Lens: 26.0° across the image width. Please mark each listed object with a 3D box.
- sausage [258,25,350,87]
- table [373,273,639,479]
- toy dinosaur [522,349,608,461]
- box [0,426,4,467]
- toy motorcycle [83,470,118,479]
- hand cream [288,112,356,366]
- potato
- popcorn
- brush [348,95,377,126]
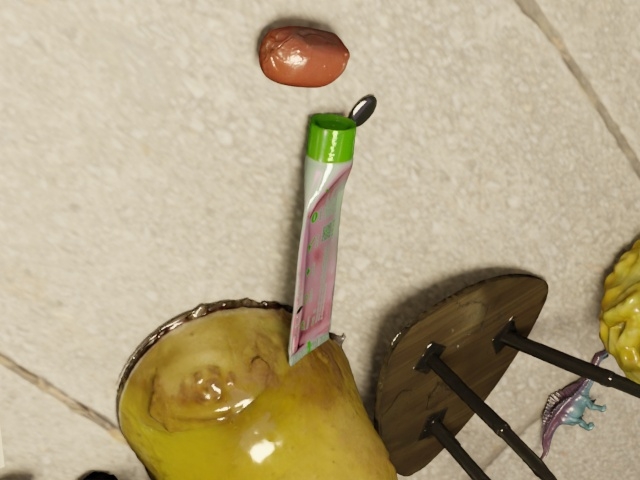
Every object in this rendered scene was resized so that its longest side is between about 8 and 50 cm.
[{"bbox_3d":[-0.016,-0.182,1.358,0.094,0.059,0.054,2,144,-38],"label":"sausage"},{"bbox_3d":[0.243,0.239,1.686,0.317,0.249,0.317,-32,143,-28],"label":"table"},{"bbox_3d":[0.355,0.239,1.962,0.080,0.045,0.197,31,96,-32],"label":"toy dinosaur"},{"bbox_3d":[-0.376,0.188,1.419,0.089,0.043,0.125,-14,130,-25],"label":"box"},{"bbox_3d":[-0.271,0.407,1.590,0.134,0.207,0.401,-4,144,-48],"label":"toy motorcycle"},{"bbox_3d":[0.001,0.000,1.492,0.079,0.050,0.275,-10,120,-31],"label":"hand cream"},{"bbox_3d":[-0.021,0.283,1.566,0.290,0.296,0.397,-28,136,-16],"label":"potato"},{"bbox_3d":[0.469,0.108,1.831,0.192,0.233,0.266,-43,176,37],"label":"popcorn"},{"bbox_3d":[0.032,-0.120,1.477,0.024,0.008,0.083,28,106,-39],"label":"brush"}]
